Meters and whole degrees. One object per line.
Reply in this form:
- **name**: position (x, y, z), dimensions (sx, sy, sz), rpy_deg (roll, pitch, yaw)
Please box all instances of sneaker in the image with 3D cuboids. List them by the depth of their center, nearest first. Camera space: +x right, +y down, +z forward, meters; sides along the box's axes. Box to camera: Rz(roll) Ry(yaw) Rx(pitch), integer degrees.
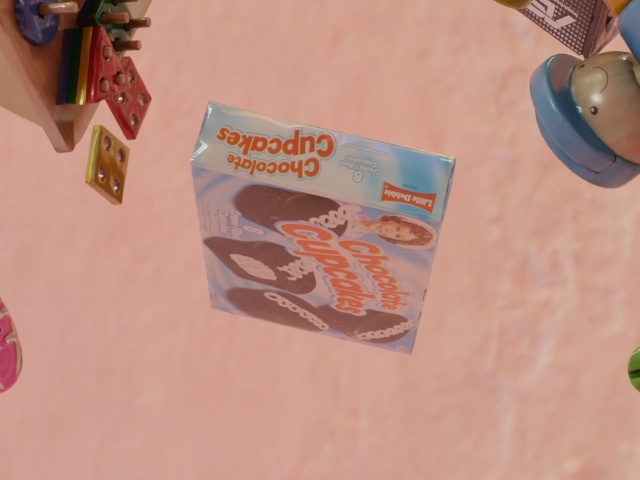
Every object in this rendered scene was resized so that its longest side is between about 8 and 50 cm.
- **sneaker**: position (-0.280, 0.058, 1.265), dimensions (0.063, 0.075, 0.170), rpy_deg (-38, 64, -11)

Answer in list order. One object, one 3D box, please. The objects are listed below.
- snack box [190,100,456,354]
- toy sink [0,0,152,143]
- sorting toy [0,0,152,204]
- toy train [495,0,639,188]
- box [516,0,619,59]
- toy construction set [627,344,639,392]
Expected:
- **snack box**: position (0.000, 0.000, 1.298), dimensions (0.187, 0.322, 0.060), rpy_deg (13, 69, 4)
- **toy sink**: position (-0.242, -0.198, 1.439), dimensions (0.131, 0.152, 0.234), rpy_deg (27, 8, -14)
- **sorting toy**: position (-0.165, -0.147, 1.132), dimensions (0.274, 0.046, 0.132), rpy_deg (68, 29, -42)
- **toy train**: position (0.102, -0.152, 0.636), dimensions (0.105, 0.143, 0.248), rpy_deg (-18, 72, -51)
- **box**: position (0.084, -0.256, 0.913), dimensions (0.270, 0.216, 0.060), rpy_deg (41, 65, 20)
- **toy construction set**: position (0.361, 0.102, 0.895), dimensions (0.309, 0.257, 0.237), rpy_deg (48, 10, 10)
